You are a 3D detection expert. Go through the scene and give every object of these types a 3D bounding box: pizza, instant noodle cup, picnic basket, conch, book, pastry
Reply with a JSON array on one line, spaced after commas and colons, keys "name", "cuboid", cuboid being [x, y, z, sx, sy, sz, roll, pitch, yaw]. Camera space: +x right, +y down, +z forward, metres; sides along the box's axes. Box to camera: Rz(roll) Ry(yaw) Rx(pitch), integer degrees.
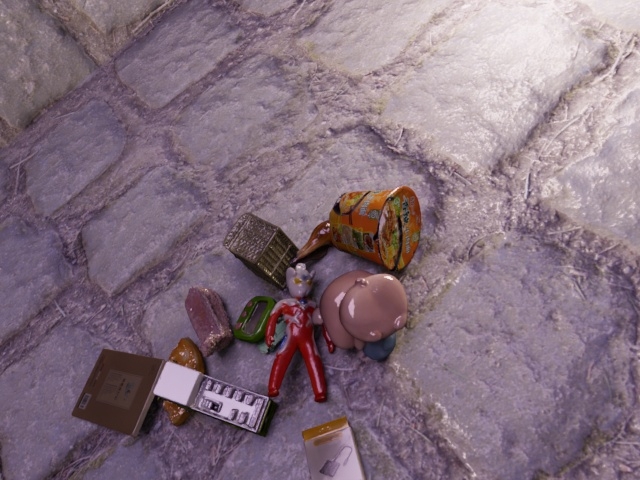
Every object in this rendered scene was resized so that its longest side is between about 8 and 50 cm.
[{"name": "pizza", "cuboid": [-0.382, 0.395, 1.475, 0.127, 0.058, 0.246, -18, 57, 10]}, {"name": "instant noodle cup", "cuboid": [0.145, -0.043, 1.429, 0.182, 0.230, 0.230, 11, 65, 37]}, {"name": "picnic basket", "cuboid": [-0.168, 0.030, 1.523, 0.154, 0.196, 0.134, 24, 74, 31]}, {"name": "conch", "cuboid": [0.000, -0.003, 1.537, 0.232, 0.086, 0.080, -35, 53, -2]}, {"name": "book", "cuboid": [-0.593, 0.435, 1.526, 0.310, 0.021, 0.217, 0, 60, 36]}, {"name": "pastry", "cuboid": [-0.320, 0.236, 1.514, 0.103, 0.112, 0.265, -52, 36, 19]}]

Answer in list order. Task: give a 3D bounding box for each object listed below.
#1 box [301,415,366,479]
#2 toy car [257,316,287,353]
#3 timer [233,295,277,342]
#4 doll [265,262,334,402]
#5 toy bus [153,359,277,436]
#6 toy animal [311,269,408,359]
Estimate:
[{"name": "box", "cuboid": [0.041, 0.553, 1.219, 0.129, 0.033, 0.247, -22, 55, 10]}, {"name": "toy car", "cuboid": [-0.124, 0.267, 1.459, 0.122, 0.035, 0.059, -45, 53, 2]}, {"name": "timer", "cuboid": [-0.182, 0.225, 1.480, 0.128, 0.047, 0.140, -2, 54, 48]}, {"name": "doll", "cuboid": [-0.055, 0.233, 1.396, 0.188, 0.099, 0.384, 9, 55, -17]}, {"name": "toy bus", "cuboid": [-0.271, 0.406, 1.344, 0.301, 0.139, 0.113, 16, 68, 10]}, {"name": "toy animal", "cuboid": [0.102, 0.169, 1.294, 0.210, 0.221, 0.229, -29, 61, -17]}]
